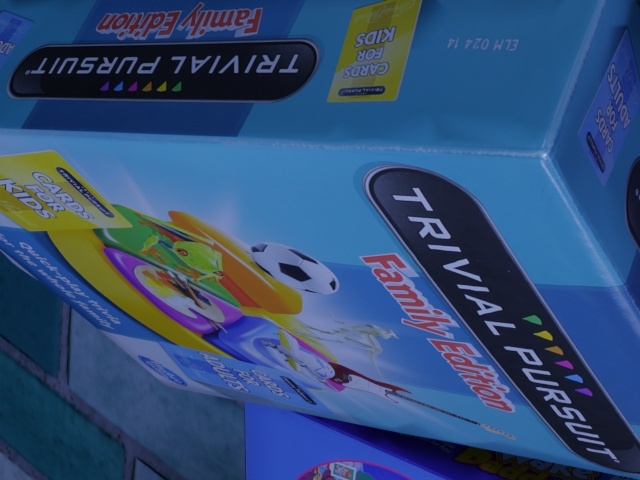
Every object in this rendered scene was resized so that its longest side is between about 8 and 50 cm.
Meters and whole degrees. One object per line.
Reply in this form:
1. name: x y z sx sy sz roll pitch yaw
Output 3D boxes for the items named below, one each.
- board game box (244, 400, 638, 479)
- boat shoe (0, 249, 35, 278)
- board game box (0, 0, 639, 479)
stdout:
1. board game box: 0.067 0.260 0.705 0.233 0.078 0.347 18 117 39
2. boat shoe: -0.240 -0.108 0.858 0.335 0.121 0.119 36 120 16
3. board game box: 0.000 0.000 0.543 0.336 0.079 0.254 6 151 37
